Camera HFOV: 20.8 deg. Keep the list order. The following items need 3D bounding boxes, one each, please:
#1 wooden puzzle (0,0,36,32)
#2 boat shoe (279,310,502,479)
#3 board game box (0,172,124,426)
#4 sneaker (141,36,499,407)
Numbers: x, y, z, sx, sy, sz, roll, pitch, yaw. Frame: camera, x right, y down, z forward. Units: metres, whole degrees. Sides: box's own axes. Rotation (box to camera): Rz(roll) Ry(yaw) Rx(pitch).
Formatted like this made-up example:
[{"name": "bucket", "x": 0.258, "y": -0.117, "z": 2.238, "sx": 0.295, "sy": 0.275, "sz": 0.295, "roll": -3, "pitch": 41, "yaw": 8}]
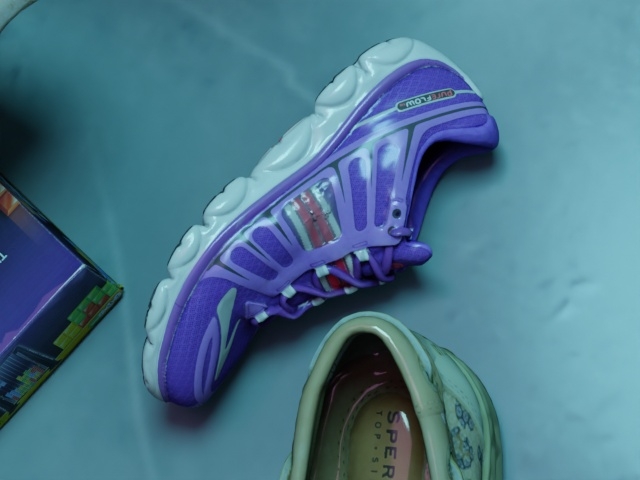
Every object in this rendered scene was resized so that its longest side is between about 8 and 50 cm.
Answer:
[{"name": "wooden puzzle", "x": -0.287, "y": 0.004, "z": 0.669, "sx": 0.322, "sy": 0.080, "sz": 0.348, "roll": 22, "pitch": 71, "yaw": 37}, {"name": "boat shoe", "x": 0.014, "y": 0.168, "z": 0.585, "sx": 0.105, "sy": 0.089, "sz": 0.285, "roll": -5, "pitch": 74, "yaw": 12}, {"name": "board game box", "x": -0.188, "y": 0.033, "z": 0.695, "sx": 0.141, "sy": 0.048, "sz": 0.170, "roll": 41, "pitch": 88, "yaw": 21}, {"name": "sneaker", "x": 0.000, "y": 0.000, "z": 0.650, "sx": 0.071, "sy": 0.068, "sz": 0.170, "roll": 42, "pitch": 87, "yaw": 14}]
